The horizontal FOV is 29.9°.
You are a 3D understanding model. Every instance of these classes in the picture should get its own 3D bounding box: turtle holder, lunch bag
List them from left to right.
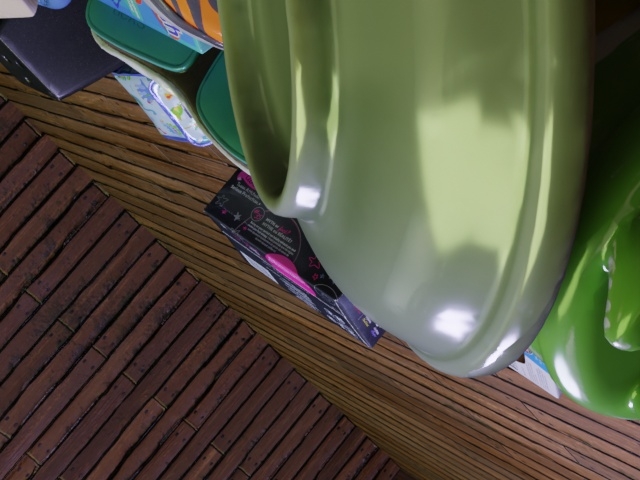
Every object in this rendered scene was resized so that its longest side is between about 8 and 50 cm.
[{"bbox_3d":[-0.169,-0.191,1.529,0.151,0.096,0.129,10,149,40],"label":"lunch bag"},{"bbox_3d":[0.163,-0.053,0.630,0.320,0.243,0.227,33,-167,-48],"label":"turtle holder"}]

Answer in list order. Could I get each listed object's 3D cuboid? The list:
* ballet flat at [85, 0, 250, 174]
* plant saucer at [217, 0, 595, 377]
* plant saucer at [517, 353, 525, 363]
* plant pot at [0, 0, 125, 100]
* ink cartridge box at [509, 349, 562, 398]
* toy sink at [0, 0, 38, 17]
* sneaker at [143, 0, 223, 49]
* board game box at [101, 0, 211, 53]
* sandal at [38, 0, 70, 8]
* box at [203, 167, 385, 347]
[{"bbox_3d":[-0.096,-0.178,1.308,0.400,0.139,0.139,37,169,32],"label":"ballet flat"},{"bbox_3d":[0.010,-0.122,0.614,0.400,0.101,0.400,172,90,-79],"label":"plant saucer"},{"bbox_3d":[0.178,0.099,1.237,0.083,0.015,0.083,30,-173,-4],"label":"plant saucer"},{"bbox_3d":[-0.336,-0.285,1.493,0.187,0.167,0.188,26,161,48],"label":"plant pot"},{"bbox_3d":[0.201,0.068,1.344,0.203,0.086,0.148,34,166,28],"label":"ink cartridge box"},{"bbox_3d":[-0.310,-0.328,1.028,0.131,0.234,0.153,0,162,11],"label":"toy sink"},{"bbox_3d":[-0.096,-0.261,0.936,0.321,0.124,0.180,47,167,-32],"label":"sneaker"},{"bbox_3d":[-0.190,-0.294,1.211,0.210,0.047,0.160,31,152,38],"label":"board game box"},{"bbox_3d":[-0.399,-0.315,1.327,0.317,0.138,0.126,24,148,29],"label":"sandal"},{"bbox_3d":[0.000,0.000,1.583,0.247,0.142,0.163,34,168,32],"label":"box"}]
